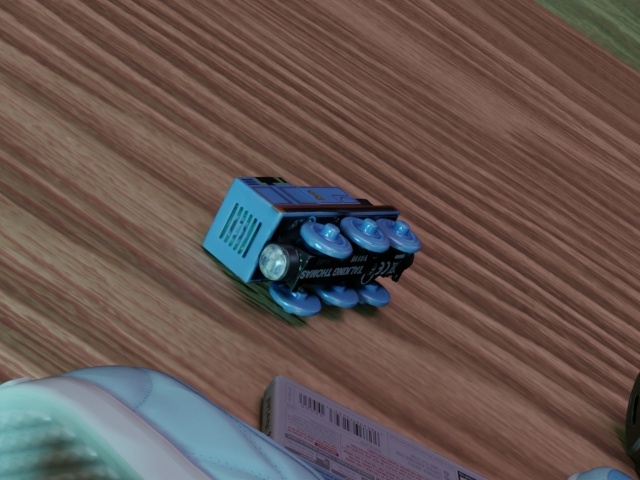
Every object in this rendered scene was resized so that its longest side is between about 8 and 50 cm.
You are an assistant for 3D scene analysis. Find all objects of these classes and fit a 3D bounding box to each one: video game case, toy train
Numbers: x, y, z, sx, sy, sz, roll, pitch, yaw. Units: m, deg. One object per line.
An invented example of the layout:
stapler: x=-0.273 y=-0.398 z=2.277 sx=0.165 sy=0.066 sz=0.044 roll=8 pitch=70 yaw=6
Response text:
video game case: x=0.056 y=0.188 z=0.858 sx=0.212 sy=0.023 sz=0.193 roll=29 pitch=24 yaw=-15
toy train: x=0.000 y=0.000 z=1.072 sx=0.105 sy=0.080 sz=0.184 roll=40 pitch=24 yaw=27

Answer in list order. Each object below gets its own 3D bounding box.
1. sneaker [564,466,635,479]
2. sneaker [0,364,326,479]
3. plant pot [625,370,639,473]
sneaker: x=0.334 y=0.215 z=0.936 sx=0.319 sy=0.208 sz=0.127 roll=37 pitch=26 yaw=5
sneaker: x=-0.003 y=0.180 z=0.661 sx=0.366 sy=0.135 sz=0.150 roll=44 pitch=29 yaw=18
plant pot: x=0.357 y=0.159 z=1.148 sx=0.165 sy=0.167 sz=0.167 roll=16 pitch=29 yaw=-21
